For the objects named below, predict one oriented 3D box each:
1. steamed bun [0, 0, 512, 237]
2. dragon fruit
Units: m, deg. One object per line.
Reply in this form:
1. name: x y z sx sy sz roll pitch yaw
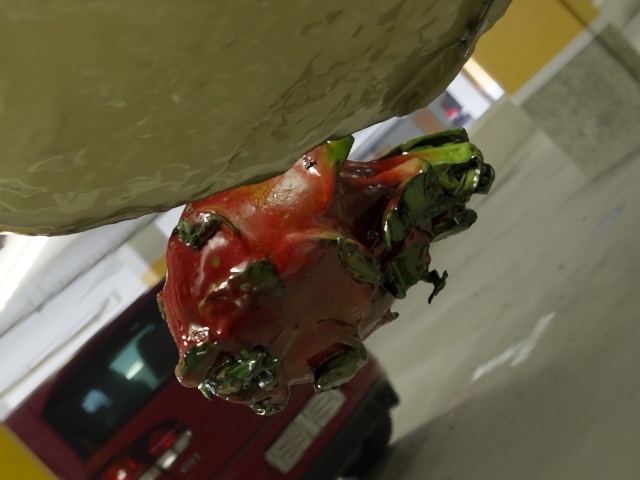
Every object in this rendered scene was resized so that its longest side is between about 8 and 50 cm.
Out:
1. steamed bun: -0.060 -0.175 0.382 0.325 0.230 0.372 -20 -28 -23
2. dragon fruit: 0.009 0.014 0.748 0.269 0.200 0.198 -13 -40 3
